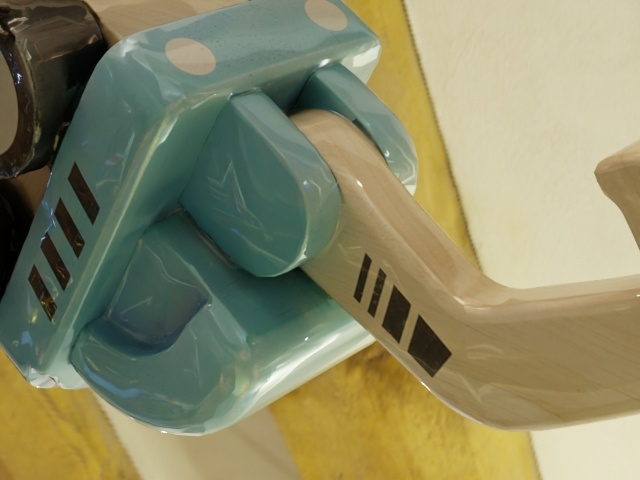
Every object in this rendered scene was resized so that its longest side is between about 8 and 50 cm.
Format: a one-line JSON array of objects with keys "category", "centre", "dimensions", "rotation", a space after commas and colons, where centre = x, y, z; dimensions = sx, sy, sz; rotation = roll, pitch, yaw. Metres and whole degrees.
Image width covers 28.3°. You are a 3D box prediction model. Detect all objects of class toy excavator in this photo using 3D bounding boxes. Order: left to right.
[{"category": "toy excavator", "centre": [0.000, 0.000, 0.683], "dimensions": [0.445, 0.222, 0.433], "rotation": [47, -48, 15]}]
